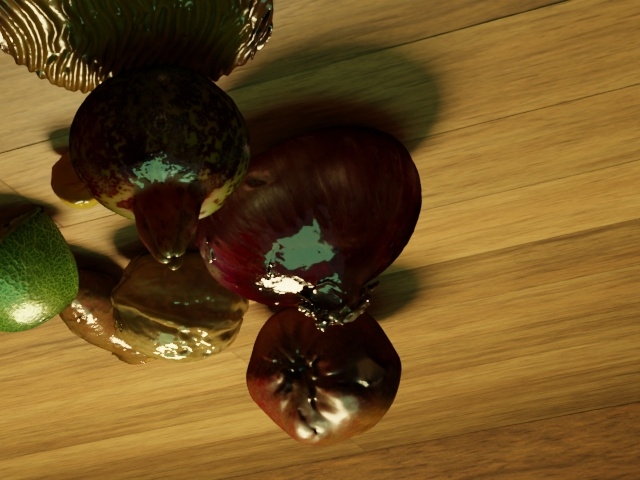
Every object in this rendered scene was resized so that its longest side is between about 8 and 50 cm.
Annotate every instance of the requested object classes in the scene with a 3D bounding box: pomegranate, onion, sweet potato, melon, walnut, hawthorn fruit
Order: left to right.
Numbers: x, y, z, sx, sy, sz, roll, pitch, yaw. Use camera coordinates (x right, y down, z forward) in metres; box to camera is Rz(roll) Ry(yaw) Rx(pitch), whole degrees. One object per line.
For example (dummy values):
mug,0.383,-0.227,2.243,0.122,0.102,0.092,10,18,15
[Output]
melon,-0.495,0.082,1.643,0.265,0.129,0.169,-27,112,32
sweet potato,-0.400,0.113,1.842,0.131,0.131,0.337,-17,145,21
pomegranate,-0.185,-0.080,1.215,0.214,0.248,0.214,-4,151,-2
walnut,-0.241,0.112,1.784,0.245,0.198,0.198,10,151,-28
onion,0.000,0.000,1.504,0.347,0.285,0.347,-17,157,-7
hawthorn fruit,0.017,0.269,2.099,0.308,0.308,0.325,-19,144,24

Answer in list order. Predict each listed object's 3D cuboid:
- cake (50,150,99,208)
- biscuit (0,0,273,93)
cake,-0.333,-0.086,1.452,0.084,0.084,0.044,-4,164,-8
biscuit,-0.209,-0.250,1.173,0.318,0.040,0.318,-6,155,-3
